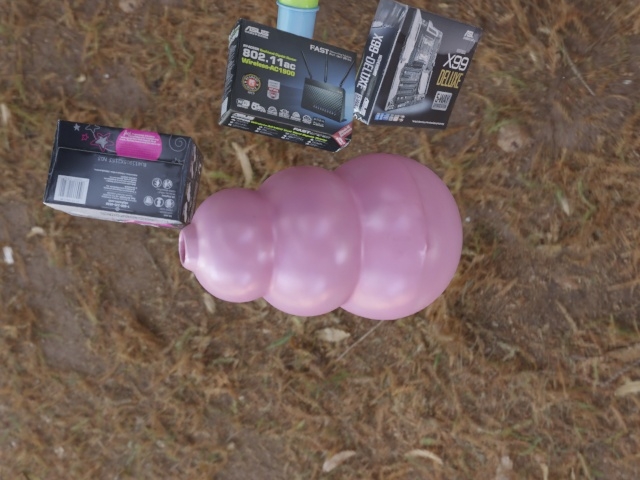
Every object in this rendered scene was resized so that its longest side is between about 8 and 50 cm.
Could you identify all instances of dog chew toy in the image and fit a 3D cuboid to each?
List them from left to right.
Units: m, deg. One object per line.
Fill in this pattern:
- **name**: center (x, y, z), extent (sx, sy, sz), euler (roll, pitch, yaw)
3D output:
- **dog chew toy**: center (0.000, 0.000, 0.784), extent (0.331, 0.206, 0.207), euler (-4, 106, -22)

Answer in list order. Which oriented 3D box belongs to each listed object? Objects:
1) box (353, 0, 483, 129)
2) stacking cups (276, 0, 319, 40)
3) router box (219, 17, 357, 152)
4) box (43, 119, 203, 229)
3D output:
- **box**: center (0.206, -0.369, 1.416), extent (0.076, 0.307, 0.243), euler (34, 116, 34)
- **stacking cups**: center (-0.054, -0.432, 1.282), extent (0.096, 0.096, 0.316), euler (22, 123, 14)
- **router box**: center (-0.028, -0.142, 0.611), extent (0.122, 0.038, 0.092), euler (10, 74, -22)
- **box**: center (-0.359, -0.115, 1.229), extent (0.247, 0.142, 0.164), euler (8, 84, 1)
